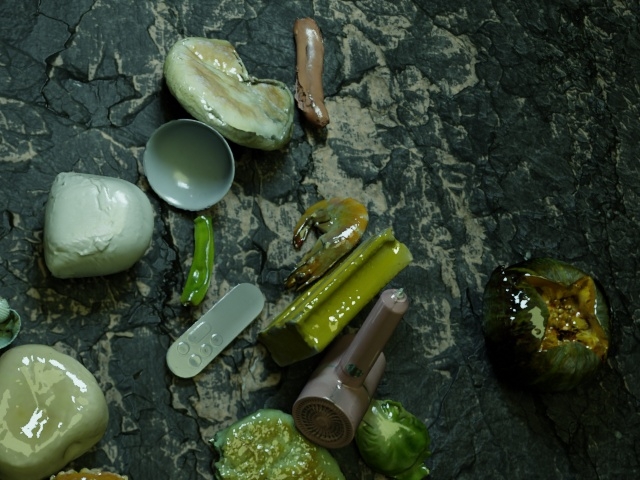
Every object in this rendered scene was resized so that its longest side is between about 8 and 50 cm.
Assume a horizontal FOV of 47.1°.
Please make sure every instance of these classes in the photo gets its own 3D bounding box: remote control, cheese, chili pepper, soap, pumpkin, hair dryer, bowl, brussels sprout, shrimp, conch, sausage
[{"bbox_3d":[-0.204,0.174,1.437,0.077,0.022,0.245,48,60,-2],"label":"remote control"},{"bbox_3d":[-0.463,0.283,1.219,0.217,0.117,0.235,5,61,-19],"label":"cheese"},{"bbox_3d":[-0.239,0.045,1.459,0.051,0.050,0.202,6,64,-4],"label":"chili pepper"},{"bbox_3d":[0.031,0.112,1.468,0.315,0.199,0.091,-41,96,-33],"label":"soap"},{"bbox_3d":[0.504,0.189,1.642,0.320,0.192,0.321,10,64,-21],"label":"pumpkin"},{"bbox_3d":[-0.404,-0.025,1.353,0.188,0.154,0.198,-1,73,-5],"label":"cheese"},{"bbox_3d":[0.084,0.200,1.339,0.125,0.353,0.210,32,37,5],"label":"hair dryer"},{"bbox_3d":[-0.258,-0.162,1.495,0.189,0.189,0.086,36,21,-6],"label":"bowl"},{"bbox_3d":[0.140,0.394,1.460,0.139,0.100,0.181,-46,109,-15],"label":"brussels sprout"},{"bbox_3d":[0.000,0.000,1.561,0.150,0.068,0.249,23,64,31],"label":"shrimp"},{"bbox_3d":[-0.563,0.144,1.275,0.076,0.056,0.085,32,89,-28],"label":"conch"},{"bbox_3d":[-0.023,-0.392,1.719,0.078,0.078,0.305,5,66,-22],"label":"sausage"}]

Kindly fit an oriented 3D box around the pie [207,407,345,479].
[{"bbox_3d":[-0.083,0.496,1.329,0.296,0.078,0.372,14,66,-18],"label":"pie"}]

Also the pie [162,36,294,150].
[{"bbox_3d":[-0.194,-0.315,1.575,0.337,0.075,0.338,23,39,-20],"label":"pie"}]

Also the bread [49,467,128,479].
[{"bbox_3d":[-0.377,0.508,1.150,0.204,0.156,0.288,10,67,-17],"label":"bread"}]
